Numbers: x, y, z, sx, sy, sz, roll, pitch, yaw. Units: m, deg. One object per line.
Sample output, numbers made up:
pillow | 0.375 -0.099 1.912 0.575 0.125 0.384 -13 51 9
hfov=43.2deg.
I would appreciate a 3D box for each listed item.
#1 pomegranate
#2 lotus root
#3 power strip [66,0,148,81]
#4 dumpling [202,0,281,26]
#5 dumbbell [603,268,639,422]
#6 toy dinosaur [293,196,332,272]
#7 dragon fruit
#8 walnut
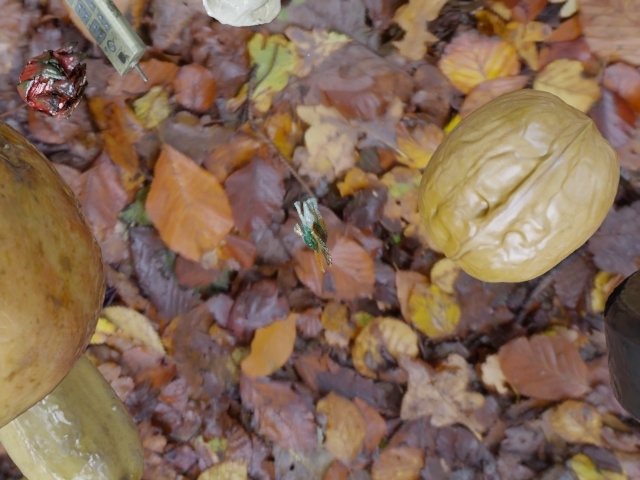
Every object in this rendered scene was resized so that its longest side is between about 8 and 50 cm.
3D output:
pomegranate | -0.307 0.026 0.602 0.281 0.281 0.281 0 103 -1
lotus root | -0.361 0.284 1.174 0.342 0.169 0.151 50 120 14
power strip | -0.402 -0.407 1.513 0.268 0.034 0.092 54 141 -2
dumpling | -0.170 -0.515 1.501 0.179 0.131 0.252 -27 113 -25
dumbbell | 0.319 0.181 0.576 0.204 0.204 0.322 -11 105 2
toy dinosaur | -0.003 0.002 1.211 0.044 0.106 0.187 -19 124 -11
dragon fruit | -0.473 -0.278 1.443 0.121 0.142 0.130 -35 85 -37
walnut | 0.216 -0.056 0.899 0.193 0.193 0.226 44 129 -10
